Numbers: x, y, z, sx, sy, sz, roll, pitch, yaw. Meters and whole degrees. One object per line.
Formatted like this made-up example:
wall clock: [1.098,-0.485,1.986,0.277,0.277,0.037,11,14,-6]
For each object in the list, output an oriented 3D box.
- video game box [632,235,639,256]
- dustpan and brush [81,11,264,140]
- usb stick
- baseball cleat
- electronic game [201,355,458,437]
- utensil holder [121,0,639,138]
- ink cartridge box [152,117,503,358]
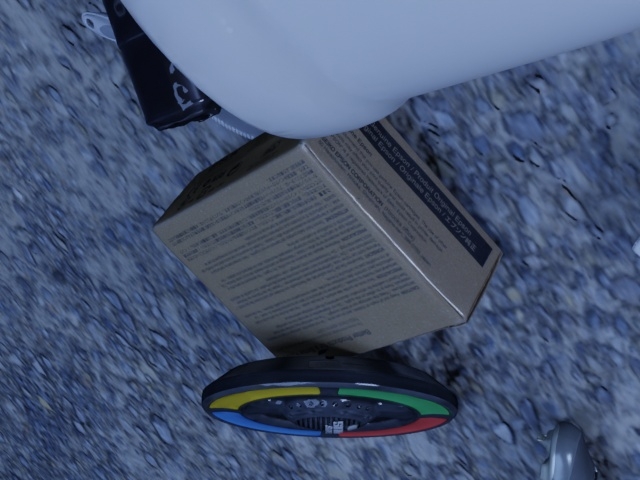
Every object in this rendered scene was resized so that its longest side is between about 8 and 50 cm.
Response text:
video game box: [0.316,0.004,0.706,0.205,0.048,0.187,41,147,17]
dustpan and brush: [-0.101,-0.159,0.954,0.211,0.060,0.147,27,137,23]
usb stick: [-0.148,-0.221,0.902,0.077,0.045,0.278,-15,97,40]
baseball cleat: [0.244,0.235,0.987,0.109,0.072,0.206,4,131,23]
electronic game: [0.008,0.148,1.036,0.229,0.048,0.229,1,159,1]
utensil holder: [0.122,-0.240,0.397,0.385,0.328,0.328,-14,114,25]
ink cartridge box: [0.000,0.000,0.958,0.193,0.088,0.234,47,142,-16]
